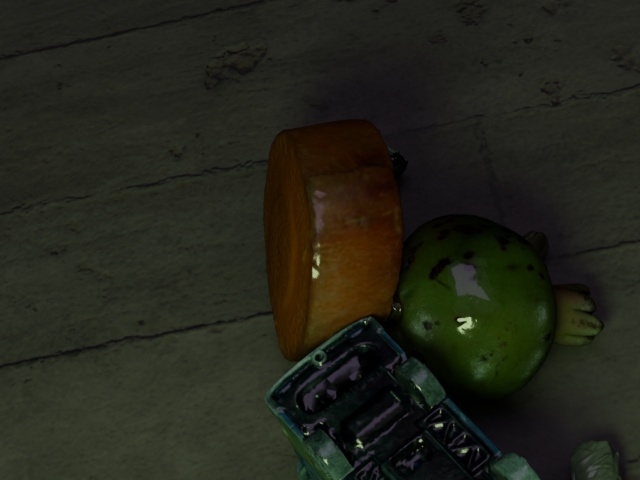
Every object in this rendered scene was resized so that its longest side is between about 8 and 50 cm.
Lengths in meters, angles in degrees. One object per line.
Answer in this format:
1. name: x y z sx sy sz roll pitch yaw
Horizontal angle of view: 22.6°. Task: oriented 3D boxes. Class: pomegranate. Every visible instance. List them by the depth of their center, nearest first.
1. pomegranate: 0.179 0.071 1.680 0.248 0.202 0.202 4 48 -24

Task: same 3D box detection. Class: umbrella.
1. umbrella: 0.280 0.266 1.581 0.067 0.062 0.143 8 48 -22

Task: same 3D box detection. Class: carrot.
1. carrot: 0.000 0.000 1.698 0.100 0.307 0.258 2 87 -13

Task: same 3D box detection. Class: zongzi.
1. zongzi: 0.208 0.020 1.794 0.083 0.040 0.076 4 45 36

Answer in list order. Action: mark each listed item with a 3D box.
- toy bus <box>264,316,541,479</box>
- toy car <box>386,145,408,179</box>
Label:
1. toy bus: 0.099 0.241 1.544 0.152 0.190 0.312 -38 56 -11
2. toy car: 0.035 -0.061 1.873 0.073 0.054 0.143 34 70 32
